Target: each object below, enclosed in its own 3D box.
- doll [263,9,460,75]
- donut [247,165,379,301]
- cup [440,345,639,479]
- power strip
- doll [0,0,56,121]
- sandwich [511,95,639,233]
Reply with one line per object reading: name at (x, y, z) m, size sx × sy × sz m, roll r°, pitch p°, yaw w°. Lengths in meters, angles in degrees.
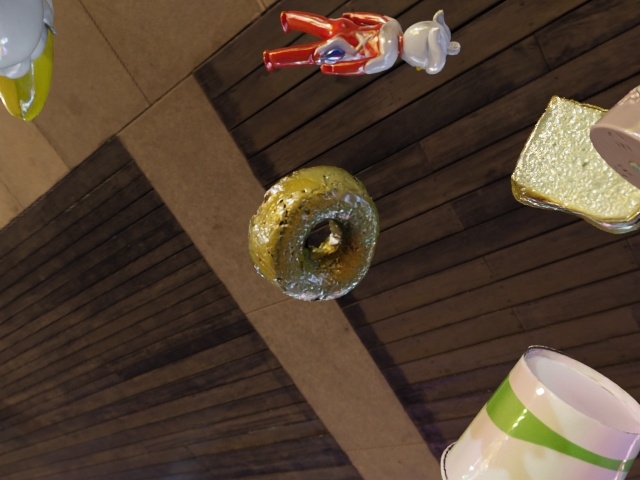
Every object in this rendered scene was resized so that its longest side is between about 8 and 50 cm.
doll at (0.083, -0.400, 0.824) m, size 0.384 × 0.188 × 0.099 m, roll 10°, pitch 154°, yaw 17°
donut at (0.000, 0.000, 0.763) m, size 0.272 × 0.107 × 0.272 m, roll -14°, pitch 124°, yaw -22°
cup at (0.368, 0.344, 0.676) m, size 0.253 × 0.253 × 0.274 m, roll 20°, pitch 110°, yaw 9°
power strip at (0.416, -0.117, 0.496) m, size 0.154 × 0.154 × 0.078 m, roll 42°, pitch 106°, yaw -5°
doll at (-0.292, -0.214, 0.334) m, size 0.111 × 0.237 × 0.252 m, roll -5°, pitch 94°, yaw -21°
sandwich at (0.535, -0.148, 0.804) m, size 0.251 × 0.087 × 0.226 m, roll 30°, pitch 95°, yaw 37°
